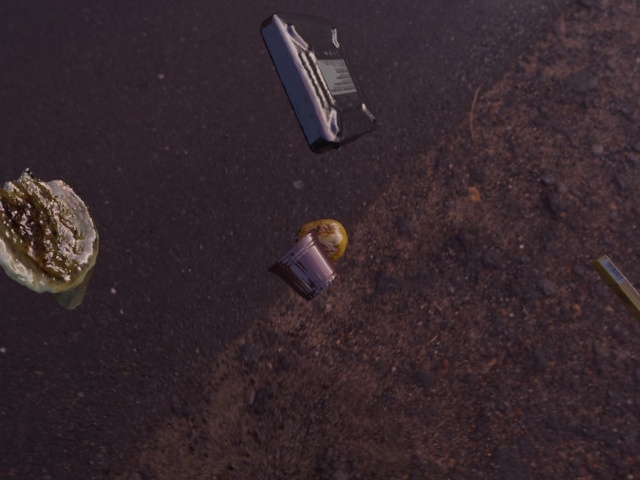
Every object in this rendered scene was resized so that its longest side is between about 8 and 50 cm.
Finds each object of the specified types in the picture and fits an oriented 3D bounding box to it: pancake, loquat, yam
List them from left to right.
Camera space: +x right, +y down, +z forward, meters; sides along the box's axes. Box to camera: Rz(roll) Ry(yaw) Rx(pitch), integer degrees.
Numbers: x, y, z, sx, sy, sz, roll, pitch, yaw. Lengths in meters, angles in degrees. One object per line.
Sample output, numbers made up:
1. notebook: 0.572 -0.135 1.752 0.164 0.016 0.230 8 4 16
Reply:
1. pancake: -0.248 -0.008 0.470 0.023 0.129 0.116 -23 101 16
2. yam: -0.471 0.064 0.996 0.070 0.146 0.069 23 34 -17
3. loquat: 0.000 0.000 1.322 0.137 0.137 0.113 2 107 -5

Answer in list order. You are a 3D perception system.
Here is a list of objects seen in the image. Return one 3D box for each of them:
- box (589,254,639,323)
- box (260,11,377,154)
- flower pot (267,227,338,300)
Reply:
1. box: 0.585 0.098 1.016 0.023 0.087 0.155 -36 76 8
2. box: 0.009 -0.337 1.116 0.290 0.073 0.288 -34 102 -58
3. flower pot: -0.021 0.047 0.893 0.111 0.111 0.089 -42 91 -21
